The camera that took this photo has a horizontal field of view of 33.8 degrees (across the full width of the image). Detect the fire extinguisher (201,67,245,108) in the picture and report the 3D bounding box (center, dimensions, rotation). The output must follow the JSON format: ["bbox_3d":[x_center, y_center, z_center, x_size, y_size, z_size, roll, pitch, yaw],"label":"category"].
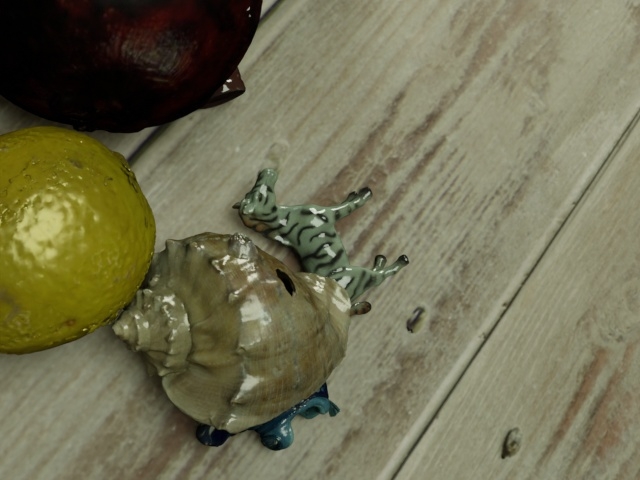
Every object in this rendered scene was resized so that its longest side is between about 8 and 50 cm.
[{"bbox_3d":[-0.180,-0.314,1.498,0.075,0.106,0.252,-22,87,11],"label":"fire extinguisher"}]

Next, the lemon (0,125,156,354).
[{"bbox_3d":[-0.340,0.005,1.245,0.310,0.258,0.258,-36,96,-21],"label":"lemon"}]

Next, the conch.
[{"bbox_3d":[-0.099,0.103,1.337,0.324,0.186,0.263,-14,65,-17],"label":"conch"}]

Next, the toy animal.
[{"bbox_3d":[0.009,-0.014,1.508,0.255,0.090,0.170,46,69,-8],"label":"toy animal"}]

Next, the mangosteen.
[{"bbox_3d":[-0.278,-0.334,1.278,0.381,0.381,0.421,-25,82,-27],"label":"mangosteen"}]

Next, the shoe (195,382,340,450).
[{"bbox_3d":[-0.069,0.230,1.410,0.207,0.091,0.106,-18,82,-30],"label":"shoe"}]
